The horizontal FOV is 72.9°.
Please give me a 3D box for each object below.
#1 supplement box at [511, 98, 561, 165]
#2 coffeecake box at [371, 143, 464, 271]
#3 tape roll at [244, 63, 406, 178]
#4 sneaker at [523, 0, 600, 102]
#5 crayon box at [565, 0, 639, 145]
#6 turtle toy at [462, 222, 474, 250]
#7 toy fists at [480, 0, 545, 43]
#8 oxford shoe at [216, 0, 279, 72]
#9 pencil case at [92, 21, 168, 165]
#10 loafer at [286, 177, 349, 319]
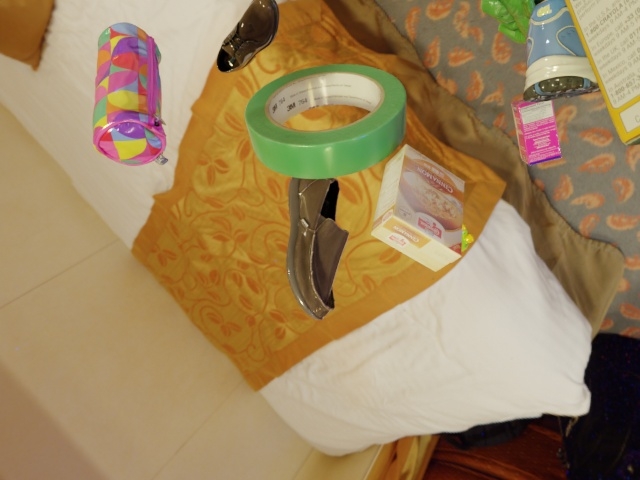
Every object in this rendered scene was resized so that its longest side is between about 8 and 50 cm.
[{"bbox_3d":[0.756,-0.390,1.520,0.113,0.111,0.220,-13,107,16],"label":"supplement box"},{"bbox_3d":[0.179,-0.060,0.775,0.142,0.186,0.068,29,141,-15],"label":"coffeecake box"},{"bbox_3d":[0.011,-0.252,0.878,0.321,0.321,0.077,19,143,26],"label":"tape roll"},{"bbox_3d":[0.263,-0.184,0.420,0.080,0.211,0.081,-1,103,46],"label":"sneaker"},{"bbox_3d":[0.239,-0.251,0.258,0.203,0.083,0.323,130,129,-69],"label":"crayon box"},{"bbox_3d":[0.362,-0.010,1.174,0.095,0.066,0.130,-31,126,25],"label":"turtle toy"},{"bbox_3d":[0.376,-0.343,0.678,0.279,0.142,0.096,13,117,-20],"label":"toy fists"},{"bbox_3d":[-0.166,-0.448,0.969,0.083,0.096,0.227,44,141,-10],"label":"oxford shoe"},{"bbox_3d":[-0.283,-0.221,0.653,0.104,0.104,0.236,-50,48,45],"label":"pencil case"},{"bbox_3d":[0.000,0.000,1.023,0.130,0.134,0.366,-11,74,21],"label":"loafer"}]
